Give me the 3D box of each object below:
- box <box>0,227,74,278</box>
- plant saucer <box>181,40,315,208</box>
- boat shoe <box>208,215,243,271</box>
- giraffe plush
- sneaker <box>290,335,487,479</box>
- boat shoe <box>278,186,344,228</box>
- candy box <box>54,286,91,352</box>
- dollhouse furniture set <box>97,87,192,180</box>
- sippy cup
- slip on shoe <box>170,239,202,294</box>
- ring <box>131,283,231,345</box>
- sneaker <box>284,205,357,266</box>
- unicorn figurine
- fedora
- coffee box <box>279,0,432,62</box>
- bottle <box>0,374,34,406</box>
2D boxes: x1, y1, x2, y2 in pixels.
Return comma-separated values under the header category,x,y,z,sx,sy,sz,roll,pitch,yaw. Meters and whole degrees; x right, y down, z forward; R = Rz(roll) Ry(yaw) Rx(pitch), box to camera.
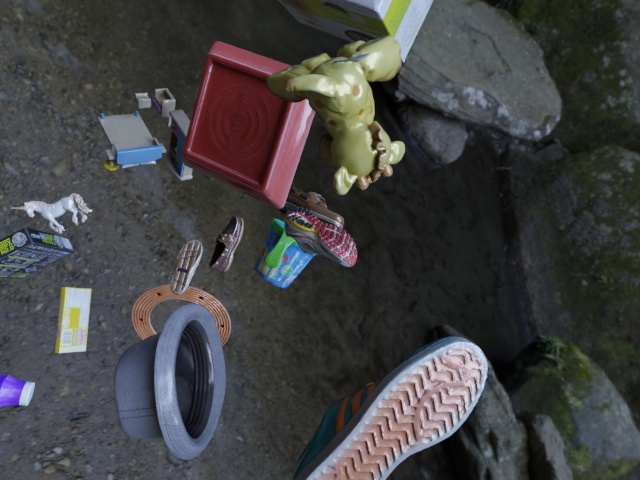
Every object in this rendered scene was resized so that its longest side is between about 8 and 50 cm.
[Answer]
category,x,y,z,sx,sy,sz,roll,pitch,yaw
box,-0.991,0.048,1.556,0.060,0.216,0.270,62,-5,5
plant saucer,-0.150,-0.224,0.894,0.258,0.259,0.047,26,16,20
boat shoe,-0.336,0.009,1.662,0.073,0.073,0.207,23,82,-45
giraffe plush,0.042,-0.164,0.637,0.210,0.181,0.171,-112,-178,-64
sneaker,0.073,0.224,0.601,0.108,0.302,0.121,48,-1,-11
boat shoe,-0.032,-0.123,1.657,0.105,0.307,0.111,-58,145,-13
candy box,-0.799,0.256,1.514,0.105,0.027,0.206,29,60,-70
dollhouse furniture set,-0.600,-0.327,1.546,0.303,0.198,0.286,-18,61,-36
sippy cup,-0.152,0.063,1.909,0.305,0.240,0.224,27,96,-49
slip on shoe,-0.319,0.065,1.113,0.051,0.041,0.136,16,70,-8
ring,-0.476,0.278,1.614,0.336,0.336,0.032,44,22,-24
sneaker,0.000,0.000,1.243,0.225,0.093,0.088,35,45,17
unicorn figurine,-0.710,-0.075,1.251,0.161,0.060,0.111,-33,104,-24
fedora,-0.261,0.239,0.798,0.275,0.124,0.244,-88,169,-75
coffee box,0.098,-0.678,1.097,0.337,0.339,0.334,28,11,16
bottle,-0.969,0.413,1.313,0.282,0.118,0.092,14,92,-19
